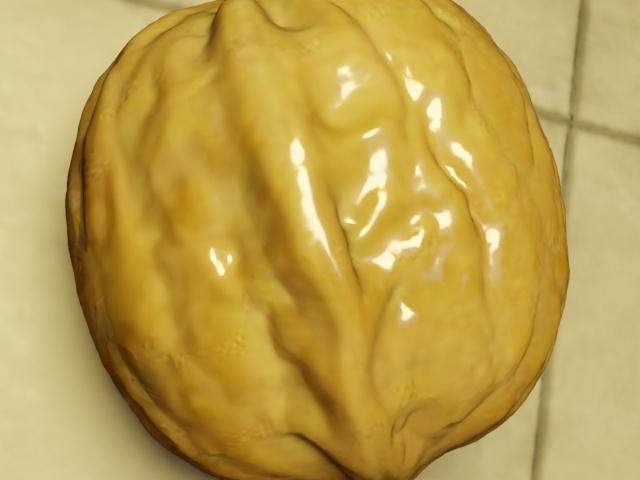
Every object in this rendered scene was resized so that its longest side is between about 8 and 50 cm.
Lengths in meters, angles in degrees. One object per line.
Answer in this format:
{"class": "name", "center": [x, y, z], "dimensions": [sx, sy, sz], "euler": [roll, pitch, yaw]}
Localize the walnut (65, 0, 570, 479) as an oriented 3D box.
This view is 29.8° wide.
{"class": "walnut", "center": [0.000, 0.000, 0.480], "dimensions": [0.213, 0.213, 0.213], "euler": [4, 80, -22]}
